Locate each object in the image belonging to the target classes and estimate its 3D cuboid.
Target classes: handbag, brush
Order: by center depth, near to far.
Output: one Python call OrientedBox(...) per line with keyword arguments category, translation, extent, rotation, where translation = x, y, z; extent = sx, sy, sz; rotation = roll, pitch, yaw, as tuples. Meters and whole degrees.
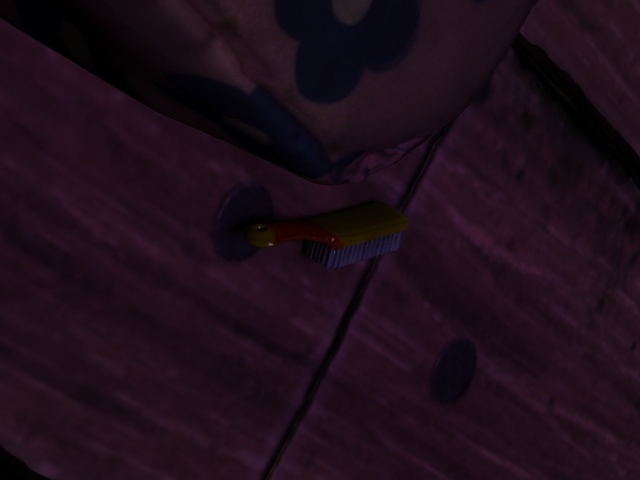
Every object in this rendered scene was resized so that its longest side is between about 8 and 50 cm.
OrientedBox(category="handbag", translation=(-0.057, -0.150, 0.424), extent=(0.190, 0.193, 0.251), rotation=(-55, 138, -13))
OrientedBox(category="brush", translation=(0.000, 0.000, 0.689), extent=(0.083, 0.019, 0.021), rotation=(-9, 123, -48))
